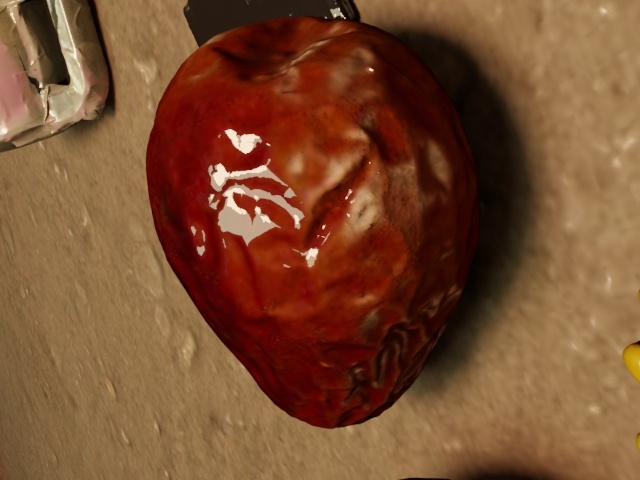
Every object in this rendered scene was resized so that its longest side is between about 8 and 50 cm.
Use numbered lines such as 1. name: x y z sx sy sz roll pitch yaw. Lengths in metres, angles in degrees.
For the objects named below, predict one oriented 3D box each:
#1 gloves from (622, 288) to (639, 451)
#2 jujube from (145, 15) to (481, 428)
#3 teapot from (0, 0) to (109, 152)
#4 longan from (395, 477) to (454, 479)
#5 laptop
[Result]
1. gloves: 0.217 0.130 0.276 0.294 0.116 0.133 55 137 32
2. jujube: 0.000 0.000 0.457 0.190 0.190 0.255 37 151 39
3. teapot: -0.326 -0.194 0.855 0.163 0.222 0.178 -83 -31 -78
4. longan: 0.073 0.262 0.436 0.248 0.248 0.248 30 129 44
5. laptop: -0.046 -0.163 0.562 0.180 0.016 0.129 -36 76 56
